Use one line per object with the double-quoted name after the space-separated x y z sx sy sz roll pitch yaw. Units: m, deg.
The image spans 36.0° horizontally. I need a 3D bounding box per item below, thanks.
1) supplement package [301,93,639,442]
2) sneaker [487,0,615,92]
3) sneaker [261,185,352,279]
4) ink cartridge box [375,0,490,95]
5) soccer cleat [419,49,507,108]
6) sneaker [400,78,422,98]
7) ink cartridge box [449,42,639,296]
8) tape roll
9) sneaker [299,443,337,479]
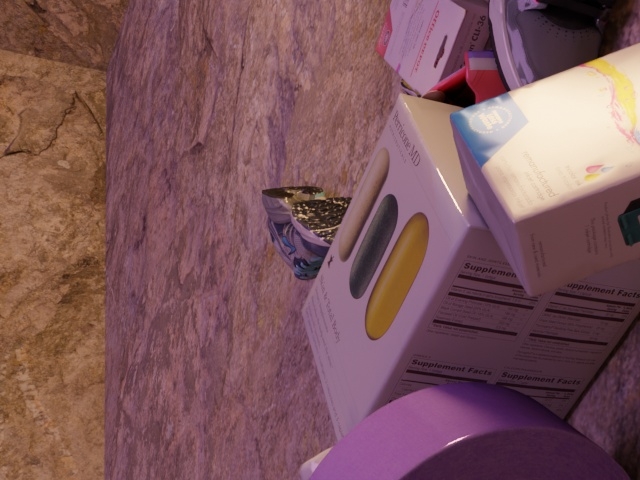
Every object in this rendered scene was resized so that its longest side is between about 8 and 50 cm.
0.131 0.044 0.894 0.199 0.198 0.263 -108 35 -49 "supplement package"
0.242 -0.266 0.865 0.178 0.124 0.295 149 129 -74 "sneaker"
0.000 0.000 1.393 0.283 0.110 0.122 -145 48 -68 "sneaker"
0.139 -0.240 1.160 0.198 0.067 0.115 -117 41 -57 "ink cartridge box"
0.131 -0.112 1.063 0.318 0.116 0.109 141 134 -58 "soccer cleat"
0.131 -0.172 1.208 0.031 0.035 0.083 -36 52 1 "sneaker"
0.223 -0.066 0.683 0.134 0.231 0.078 -110 -2 -49 "ink cartridge box"
0.112 0.252 0.758 0.090 0.275 0.275 -147 68 -65 "tape roll"
0.082 0.244 0.921 0.080 0.212 0.094 -49 38 40 "sneaker"
